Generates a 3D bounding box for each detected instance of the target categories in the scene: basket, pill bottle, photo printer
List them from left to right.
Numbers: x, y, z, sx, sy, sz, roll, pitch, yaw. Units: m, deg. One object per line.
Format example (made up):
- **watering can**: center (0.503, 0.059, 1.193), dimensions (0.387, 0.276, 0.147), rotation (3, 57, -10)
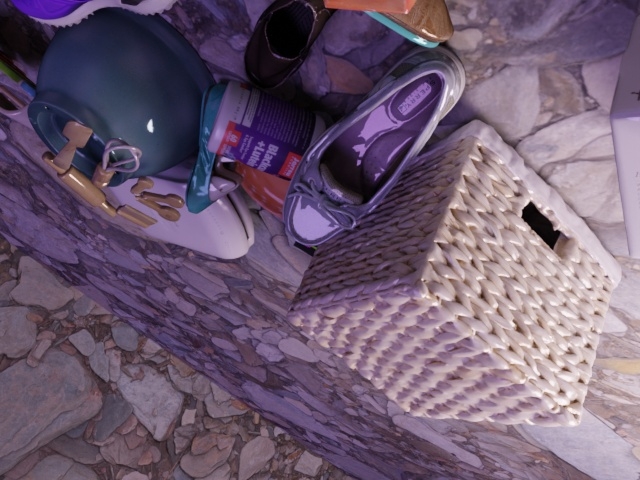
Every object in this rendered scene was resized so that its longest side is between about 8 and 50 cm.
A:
- **photo printer**: center (-0.289, -0.084, 1.087), dimensions (0.307, 0.107, 0.256), rotation (15, 146, 26)
- **pill bottle**: center (-0.058, -0.148, 0.759), dimensions (0.193, 0.108, 0.108), rotation (19, 153, -16)
- **basket**: center (0.176, 0.071, 0.754), dimensions (0.328, 0.266, 0.331), rotation (40, 150, -17)

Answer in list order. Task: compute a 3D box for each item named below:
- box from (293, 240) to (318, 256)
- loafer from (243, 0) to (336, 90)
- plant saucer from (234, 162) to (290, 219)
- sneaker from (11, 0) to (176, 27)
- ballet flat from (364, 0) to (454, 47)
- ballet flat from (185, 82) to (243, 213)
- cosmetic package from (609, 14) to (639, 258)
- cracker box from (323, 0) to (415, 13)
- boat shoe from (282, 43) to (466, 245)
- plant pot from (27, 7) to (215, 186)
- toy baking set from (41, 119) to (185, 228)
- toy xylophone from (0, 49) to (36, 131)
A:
- **box**: center (0.000, 0.000, 1.011), dimensions (0.083, 0.052, 0.062), rotation (31, 150, -2)
- **loafer**: center (-0.050, -0.256, 0.646), dimensions (0.080, 0.078, 0.220), rotation (37, 149, -11)
- **plant saucer**: center (-0.060, -0.106, 0.922), dimensions (0.200, 0.037, 0.200), rotation (22, 148, 14)
- **sneaker**: center (-0.325, -0.365, 0.660), dimensions (0.293, 0.102, 0.146), rotation (5, 170, 25)
- **ballet flat**: center (0.001, -0.322, 0.496), dimensions (0.342, 0.116, 0.124), rotation (33, 125, 5)
- **ballet flat**: center (-0.166, -0.133, 0.860), dimensions (0.087, 0.083, 0.247), rotation (25, 123, 9)
- **cosmetic package**: center (0.358, -0.093, 0.455), dimensions (0.151, 0.151, 0.184), rotation (3, 141, 39)
- **cracker box**: center (0.067, -0.285, 0.345), dimensions (0.067, 0.232, 0.156), rotation (15, 147, 23)
- **boat shoe**: center (0.049, -0.101, 0.647), dimensions (0.118, 0.103, 0.320), rotation (43, 121, -6)
- **plant pot**: center (-0.340, -0.214, 0.850), dimensions (0.293, 0.196, 0.293), rotation (23, 149, 15)
- **toy baking set**: center (-0.318, -0.097, 0.789), dimensions (0.196, 0.030, 0.256), rotation (-1, 149, 26)
- **toy xylophone**: center (-0.592, -0.305, 0.980), dimensions (0.322, 0.081, 0.236), rotation (42, 176, 0)
